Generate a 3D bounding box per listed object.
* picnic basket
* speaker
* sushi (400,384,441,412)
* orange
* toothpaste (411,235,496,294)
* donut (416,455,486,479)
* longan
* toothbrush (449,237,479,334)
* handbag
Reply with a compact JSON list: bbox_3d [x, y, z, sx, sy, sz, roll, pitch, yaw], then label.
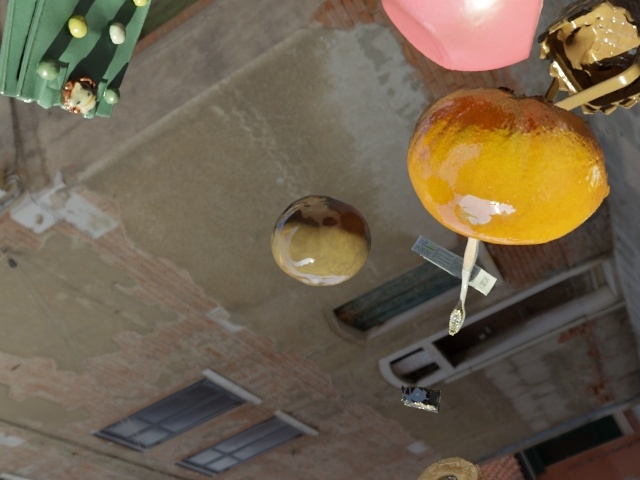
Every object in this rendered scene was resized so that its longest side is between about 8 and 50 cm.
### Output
[{"bbox_3d":[0.685,-0.438,1.430,0.291,0.254,0.321,46,-122,-17],"label":"picnic basket"},{"bbox_3d":[0.216,-0.380,0.761,0.294,0.294,0.294,56,-166,-22],"label":"speaker"},{"bbox_3d":[0.239,0.381,1.421,0.083,0.085,0.056,32,-115,-58],"label":"sushi"},{"bbox_3d":[0.294,-0.121,0.993,0.310,0.274,0.274,53,-174,34],"label":"orange"},{"bbox_3d":[0.419,0.072,1.882,0.081,0.067,0.336,31,-176,-30],"label":"toothpaste"},{"bbox_3d":[0.279,0.547,1.256,0.068,0.175,0.174,63,-168,-14],"label":"donut"},{"bbox_3d":[0.000,0.000,0.999,0.167,0.168,0.187,62,-159,4],"label":"longan"},{"bbox_3d":[0.304,0.020,1.175,0.037,0.028,0.374,-23,-55,-57],"label":"toothbrush"},{"bbox_3d":[-0.385,-0.341,0.952,0.269,0.100,0.273,-32,-42,-82],"label":"handbag"}]
